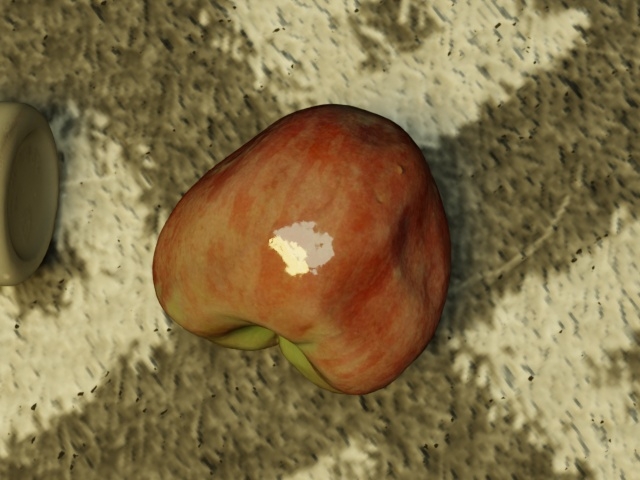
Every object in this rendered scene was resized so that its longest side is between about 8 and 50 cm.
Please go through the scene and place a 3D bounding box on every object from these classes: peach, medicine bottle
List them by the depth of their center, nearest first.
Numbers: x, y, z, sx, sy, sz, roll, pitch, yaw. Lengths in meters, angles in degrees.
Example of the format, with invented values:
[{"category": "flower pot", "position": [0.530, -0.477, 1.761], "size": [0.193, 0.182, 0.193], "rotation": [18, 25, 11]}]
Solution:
[{"category": "peach", "position": [0.000, 0.000, 0.595], "size": [0.152, 0.152, 0.152], "rotation": [-1, 81, 5]}, {"category": "medicine bottle", "position": [-0.238, -0.032, 0.627], "size": [0.168, 0.105, 0.105], "rotation": [6, 82, 6]}]
